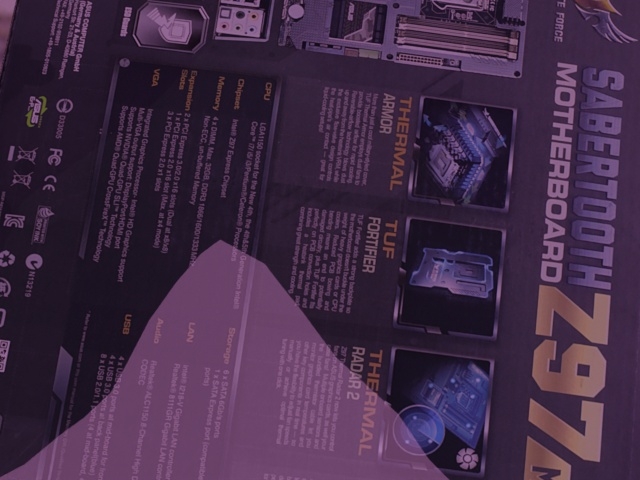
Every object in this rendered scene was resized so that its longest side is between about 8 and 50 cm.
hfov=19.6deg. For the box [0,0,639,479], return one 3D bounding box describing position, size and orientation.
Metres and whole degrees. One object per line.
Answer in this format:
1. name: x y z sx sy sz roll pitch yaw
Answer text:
1. box: 0.000 0.000 0.508 0.183 0.059 0.232 7 67 1
